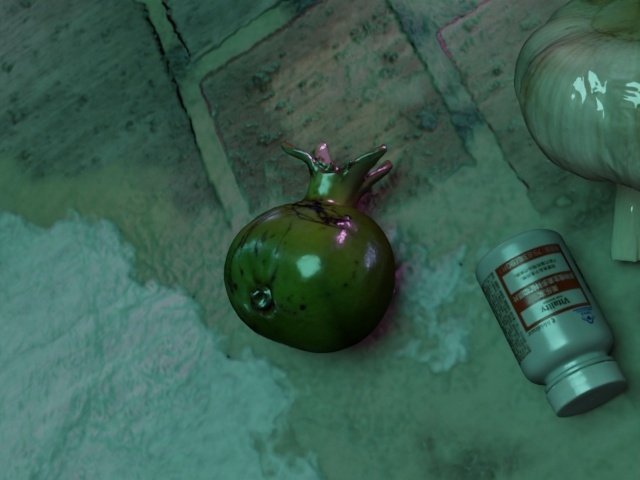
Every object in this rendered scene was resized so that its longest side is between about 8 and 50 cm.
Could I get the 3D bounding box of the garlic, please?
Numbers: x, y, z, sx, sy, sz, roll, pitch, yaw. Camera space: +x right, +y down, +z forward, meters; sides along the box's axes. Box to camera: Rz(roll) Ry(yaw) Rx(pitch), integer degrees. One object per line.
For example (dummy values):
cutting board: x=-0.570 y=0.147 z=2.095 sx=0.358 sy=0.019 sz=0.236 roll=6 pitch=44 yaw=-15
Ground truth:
garlic: x=0.255 y=-0.084 z=1.085 sx=0.218 sy=0.218 sz=0.212 roll=14 pitch=125 yaw=30

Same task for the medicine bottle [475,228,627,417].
medicine bottle: x=0.187 y=0.067 z=1.108 sx=0.079 sy=0.079 sz=0.140 roll=-32 pitch=65 yaw=17

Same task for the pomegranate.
pomegranate: x=0.000 y=0.000 z=1.199 sx=0.152 sy=0.131 sz=0.191 roll=15 pitch=77 yaw=33
